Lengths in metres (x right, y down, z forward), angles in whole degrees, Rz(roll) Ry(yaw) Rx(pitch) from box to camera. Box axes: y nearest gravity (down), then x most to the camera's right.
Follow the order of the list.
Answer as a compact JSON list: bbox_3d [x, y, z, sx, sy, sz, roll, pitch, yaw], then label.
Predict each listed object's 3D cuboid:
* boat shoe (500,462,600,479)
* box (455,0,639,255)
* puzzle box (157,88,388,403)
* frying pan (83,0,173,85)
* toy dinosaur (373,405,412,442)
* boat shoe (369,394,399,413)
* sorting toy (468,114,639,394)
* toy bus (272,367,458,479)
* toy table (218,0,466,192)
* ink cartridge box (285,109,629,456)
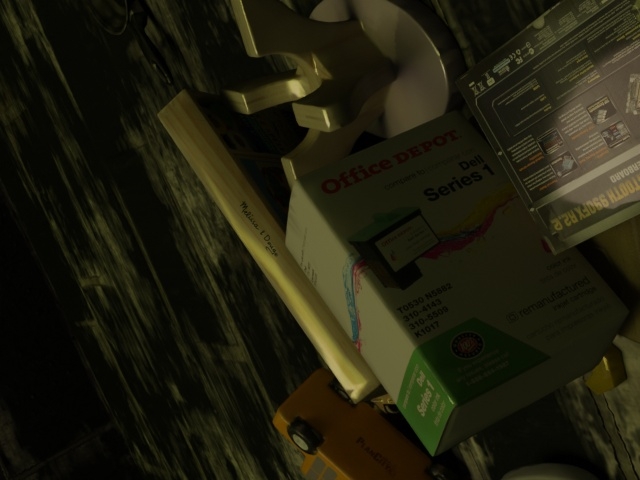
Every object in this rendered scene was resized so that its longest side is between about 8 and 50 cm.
[{"bbox_3d":[0.180,0.384,1.345,0.136,0.156,0.367,51,132,-6],"label":"boat shoe"},{"bbox_3d":[0.237,-0.111,0.934,0.183,0.056,0.231,60,144,4],"label":"box"},{"bbox_3d":[0.000,0.000,1.359,0.052,0.272,0.409,-41,74,20],"label":"puzzle box"},{"bbox_3d":[-0.312,-0.395,1.786,0.326,0.053,0.197,39,146,38],"label":"frying pan"},{"bbox_3d":[0.092,0.277,1.691,0.183,0.053,0.092,-19,82,58],"label":"toy dinosaur"},{"bbox_3d":[0.095,0.212,1.582,0.059,0.063,0.170,68,155,3],"label":"boat shoe"},{"bbox_3d":[0.245,0.030,1.127,0.229,0.041,0.307,21,133,56],"label":"sorting toy"},{"bbox_3d":[0.084,0.332,1.581,0.333,0.108,0.130,40,151,12],"label":"toy bus"},{"bbox_3d":[0.011,-0.173,1.244,0.274,0.161,0.252,-1,113,64],"label":"toy table"},{"bbox_3d":[0.120,0.032,1.097,0.278,0.201,0.117,55,157,27],"label":"ink cartridge box"}]
